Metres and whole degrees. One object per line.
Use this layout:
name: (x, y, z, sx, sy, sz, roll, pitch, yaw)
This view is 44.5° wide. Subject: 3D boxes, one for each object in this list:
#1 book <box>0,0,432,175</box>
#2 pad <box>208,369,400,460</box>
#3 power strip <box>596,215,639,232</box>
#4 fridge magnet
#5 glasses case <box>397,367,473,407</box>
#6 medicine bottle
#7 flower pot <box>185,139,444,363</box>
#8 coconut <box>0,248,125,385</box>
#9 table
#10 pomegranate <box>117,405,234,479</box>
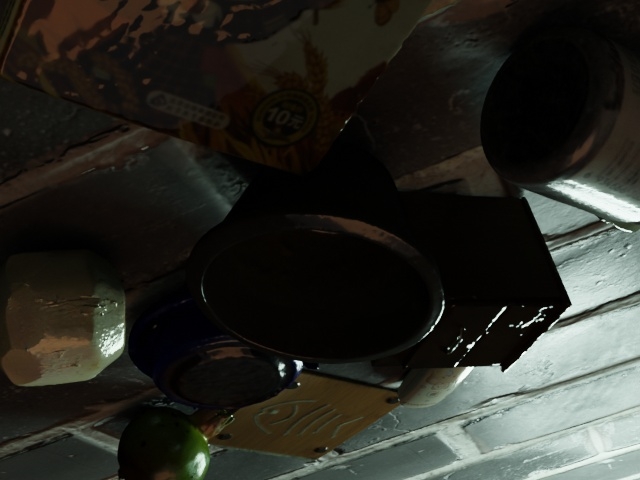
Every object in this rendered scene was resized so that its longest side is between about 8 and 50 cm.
book: (-0.025, -0.249, 0.573, 0.300, 0.039, 0.428, 16, 125, -32)
pad: (-0.031, 0.321, 1.415, 0.284, 0.018, 0.286, 19, 132, -34)
power strip: (0.457, -0.106, 0.951, 0.080, 0.048, 0.286, 18, 133, -35)
fridge magnet: (-0.128, 0.147, 1.071, 0.265, 0.112, 0.265, -6, 142, -5)
glasses case: (0.196, 0.226, 1.316, 0.081, 0.051, 0.204, 3, 141, -21)
medicine bottle: (0.314, -0.104, 0.817, 0.273, 0.165, 0.165, 14, 136, -33)
flower pot: (0.000, 0.000, 0.844, 0.269, 0.166, 0.269, 4, 143, 3)
coconut: (-0.315, 0.086, 0.906, 0.162, 0.161, 0.161, -3, 144, -26)
table: (0.165, 0.058, 0.982, 0.193, 0.172, 0.169, 3, 142, -20)
pomegranate: (-0.236, 0.335, 1.278, 0.205, 0.159, 0.159, -35, 145, -10)
